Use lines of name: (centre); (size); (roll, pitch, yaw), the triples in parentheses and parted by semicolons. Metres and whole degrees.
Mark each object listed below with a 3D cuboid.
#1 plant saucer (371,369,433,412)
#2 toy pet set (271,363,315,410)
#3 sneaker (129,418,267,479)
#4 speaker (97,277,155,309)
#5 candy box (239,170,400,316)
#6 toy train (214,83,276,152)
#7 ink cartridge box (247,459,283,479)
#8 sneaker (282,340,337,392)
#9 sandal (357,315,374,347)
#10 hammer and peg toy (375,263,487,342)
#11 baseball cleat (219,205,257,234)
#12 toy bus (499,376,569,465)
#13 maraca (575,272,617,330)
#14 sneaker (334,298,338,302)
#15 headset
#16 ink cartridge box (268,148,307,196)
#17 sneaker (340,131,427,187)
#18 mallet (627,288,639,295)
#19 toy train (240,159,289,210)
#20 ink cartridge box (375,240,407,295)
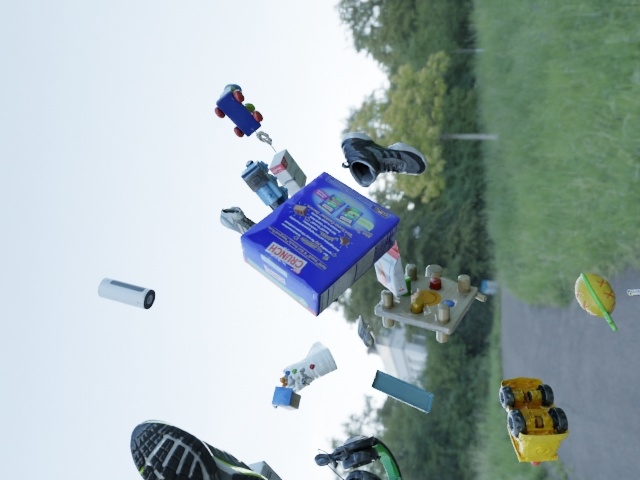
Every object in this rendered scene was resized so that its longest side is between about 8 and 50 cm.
plant saucer: (0.251, 0.466, 1.641); (0.018, 0.192, 0.067); (108, -172, -49)
toy pet set: (-0.082, 0.344, 1.268); (0.065, 0.122, 0.114); (30, -127, -25)
sneaker: (-0.222, 0.419, 0.973); (0.300, 0.121, 0.111); (43, -108, -21)
speaker: (-0.494, 0.135, 1.355); (0.055, 0.136, 0.055); (13, -90, -77)
candy box: (0.000, 0.000, 1.364); (0.317, 0.268, 0.122); (-39, -30, -28)
toy train: (-0.233, -0.401, 1.751); (0.248, 0.105, 0.143); (44, -158, -31)
ink cartridge box: (-0.232, 0.673, 1.290); (0.114, 0.272, 0.197); (52, -151, -21)
sneaker: (-0.051, 0.408, 1.719); (0.108, 0.169, 0.292); (63, 170, 8)
sandal: (0.194, 0.384, 2.217); (0.180, 0.049, 0.072); (-121, 43, -59)
hammer and peg toy: (0.371, 0.168, 1.720); (0.361, 0.265, 0.127); (-37, -50, -47)
baseball cleat: (-0.273, -0.059, 1.948); (0.109, 0.205, 0.072); (112, 176, -53)
toy bus: (0.619, 0.549, 1.576); (0.220, 0.149, 0.212); (-91, -5, -60)
maraca: (0.812, 0.177, 1.553); (0.127, 0.099, 0.186); (13, -130, -55)
sneaker: (0.029, 0.145, 1.906); (0.067, 0.078, 0.188); (-49, 34, 42)
headset: (0.141, 0.709, 1.642); (0.394, 0.185, 0.243); (32, -143, -34)
ink cartridge box: (-0.123, -0.260, 2.059); (0.150, 0.063, 0.109); (52, -150, -29)
sneaker: (0.182, -0.213, 1.544); (0.101, 0.268, 0.153); (113, 169, -47)
mallet: (0.709, 0.103, 1.148); (0.062, 0.039, 0.190); (56, 180, 1)
toy train: (-0.160, -0.158, 1.582); (0.184, 0.080, 0.105); (52, -167, -20)
ink cartridge box: (0.194, 0.057, 1.568); (0.145, 0.045, 0.179); (-136, 26, -68)
